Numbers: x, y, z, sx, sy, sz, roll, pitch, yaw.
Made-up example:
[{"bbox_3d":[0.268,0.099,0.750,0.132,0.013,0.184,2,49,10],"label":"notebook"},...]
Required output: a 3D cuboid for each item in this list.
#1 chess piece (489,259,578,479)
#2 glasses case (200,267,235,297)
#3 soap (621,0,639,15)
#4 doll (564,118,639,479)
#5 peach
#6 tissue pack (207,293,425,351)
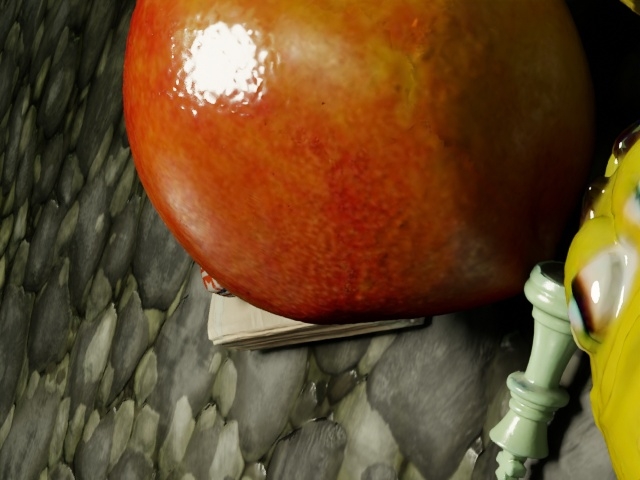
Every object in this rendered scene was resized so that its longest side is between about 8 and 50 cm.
[{"bbox_3d":[0.139,0.091,1.063,0.059,0.059,0.149,-131,54,-64],"label":"chess piece"},{"bbox_3d":[-0.073,-0.043,1.465,0.073,0.049,0.194,-38,38,55],"label":"glasses case"},{"bbox_3d":[0.109,-0.285,1.121,0.096,0.204,0.324,-56,39,18],"label":"soap"},{"bbox_3d":[0.226,0.109,0.717,0.423,0.161,0.348,7,85,62],"label":"doll"},{"bbox_3d":[0.028,-0.086,1.132,0.332,0.308,0.308,41,118,25],"label":"peach"},{"bbox_3d":[0.000,0.000,1.420,0.325,0.071,0.170,-14,63,64],"label":"tissue pack"}]
